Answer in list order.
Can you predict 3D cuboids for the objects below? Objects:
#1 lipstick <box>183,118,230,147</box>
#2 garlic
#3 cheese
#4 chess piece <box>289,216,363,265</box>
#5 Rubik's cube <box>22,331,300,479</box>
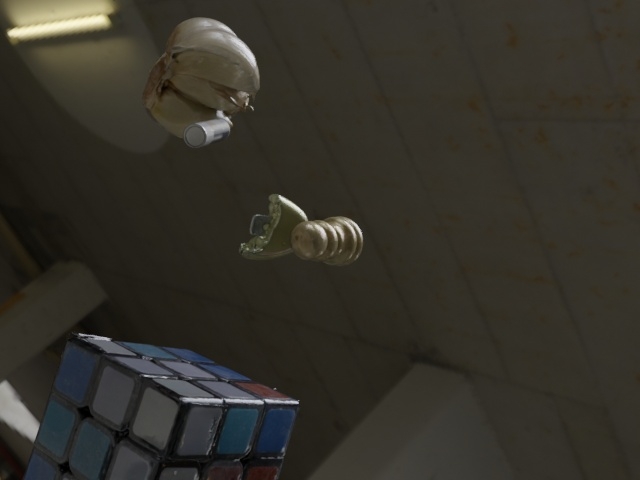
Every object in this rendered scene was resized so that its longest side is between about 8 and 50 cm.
[{"bbox_3d":[-0.182,-0.174,1.536,0.040,0.040,0.141,49,14,-1],"label":"lipstick"},{"bbox_3d":[-0.211,-0.299,1.770,0.203,0.184,0.281,20,-47,-19],"label":"garlic"},{"bbox_3d":[-0.044,-0.014,1.804,0.050,0.235,0.127,21,-83,49],"label":"cheese"},{"bbox_3d":[0.000,0.000,1.721,0.094,0.170,0.094,-1,-92,29],"label":"chess piece"},{"bbox_3d":[-0.307,0.405,1.812,0.362,0.358,0.363,16,-2,37],"label":"Rubik's cube"}]
